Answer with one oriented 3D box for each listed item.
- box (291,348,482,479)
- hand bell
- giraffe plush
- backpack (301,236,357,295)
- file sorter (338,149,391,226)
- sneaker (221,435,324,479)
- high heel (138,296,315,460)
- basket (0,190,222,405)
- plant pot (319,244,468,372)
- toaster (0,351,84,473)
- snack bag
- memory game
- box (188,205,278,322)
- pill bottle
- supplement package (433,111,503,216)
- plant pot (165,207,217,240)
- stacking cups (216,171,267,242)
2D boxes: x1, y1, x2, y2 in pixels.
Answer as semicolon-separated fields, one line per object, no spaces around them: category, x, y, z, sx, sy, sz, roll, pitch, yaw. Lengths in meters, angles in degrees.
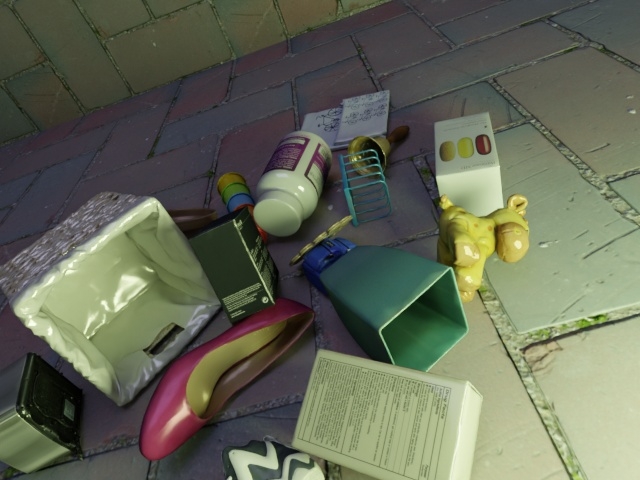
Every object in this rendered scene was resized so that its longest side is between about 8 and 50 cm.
box;0.099;0.262;0.669;0.232;0.127;0.148;5;67;31
hand bell;0.200;-0.289;1.353;0.126;0.126;0.242;13;38;38
giraffe plush;0.318;0.000;0.880;0.171;0.181;0.210;-6;57;3
backpack;0.032;0.047;1.016;0.120;0.101;0.098;-33;45;-19
file sorter;0.114;-0.142;1.187;0.104;0.118;0.170;-13;39;7
sneaker;-0.124;0.392;0.687;0.153;0.094;0.235;20;55;43
high heel;-0.164;0.240;0.852;0.181;0.127;0.377;-6;36;37
basket;-0.457;0.105;1.009;0.266;0.331;0.328;14;51;41
plant pot;0.114;0.113;0.848;0.165;0.165;0.234;-37;36;-18
toaster;-0.566;0.347;0.910;0.110;0.168;0.185;-30;37;-5
snack bag;0.070;-0.406;1.589;0.343;0.037;0.323;-8;40;19
memory game;0.000;0.000;1.059;0.186;0.012;0.186;-38;-5;-4
box;-0.173;0.037;0.985;0.103;0.184;0.261;-22;10;0
pill bottle;-0.077;-0.155;1.255;0.169;0.169;0.301;-5;41;22
supplement package;0.349;-0.179;1.094;0.139;0.134;0.244;-8;40;19
plant pot;-0.401;-0.020;1.273;0.237;0.109;0.237;-4;13;1
stacking cups;-0.218;-0.092;1.315;0.096;0.096;0.316;-28;39;-7
